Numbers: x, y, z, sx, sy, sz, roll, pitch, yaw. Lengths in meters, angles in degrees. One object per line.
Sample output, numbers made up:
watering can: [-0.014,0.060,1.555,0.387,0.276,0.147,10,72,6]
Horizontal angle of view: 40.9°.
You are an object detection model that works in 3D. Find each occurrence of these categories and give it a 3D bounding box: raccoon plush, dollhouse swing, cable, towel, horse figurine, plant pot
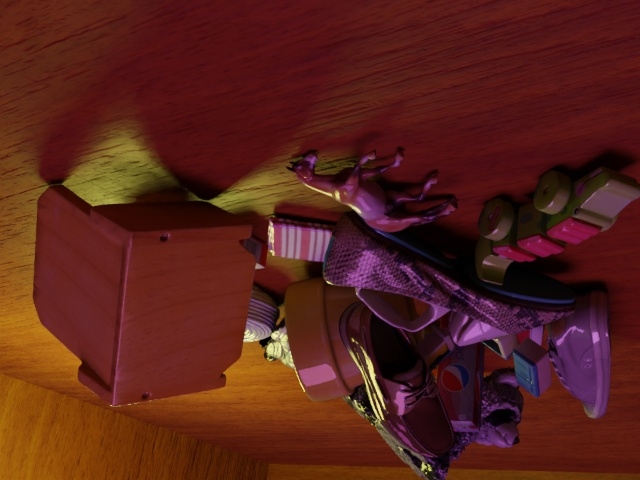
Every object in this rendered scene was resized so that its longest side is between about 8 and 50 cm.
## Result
raccoon plush: [0.247,0.324,1.934,0.446,0.299,0.216,44,163,12]
dollhouse swing: [-0.338,0.071,1.601,0.315,0.347,0.305,-5,-152,-31]
cable: [-0.221,0.165,1.981,0.257,0.089,0.257,-10,150,37]
towel: [0.000,0.000,1.605,0.197,0.029,0.144,7,157,-1]
horse figurine: [0.096,-0.074,1.349,0.263,0.066,0.174,27,145,-32]
plant pot: [0.077,0.184,1.759,0.239,0.254,0.254,-14,152,11]

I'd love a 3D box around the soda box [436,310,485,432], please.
soda box: [0.293,0.261,1.796,0.083,0.263,0.092,-2,153,21]

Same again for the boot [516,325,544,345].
boot: [0.372,0.154,1.761,0.176,0.088,0.244,6,153,18]

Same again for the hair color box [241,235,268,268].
hair color box: [-0.197,0.025,1.696,0.167,0.053,0.093,-10,151,35]

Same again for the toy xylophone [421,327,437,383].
toy xylophone: [0.258,0.311,2.070,0.236,0.081,0.323,2,143,17]

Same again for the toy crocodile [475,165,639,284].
toy crocodile: [0.349,-0.023,1.322,0.115,0.105,0.340,19,154,-23]

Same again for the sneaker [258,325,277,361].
sneaker: [-0.127,0.270,2.245,0.089,0.051,0.170,22,149,-27]

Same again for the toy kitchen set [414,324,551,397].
toy kitchen set: [0.302,0.237,1.626,0.207,0.166,0.122,38,161,38]

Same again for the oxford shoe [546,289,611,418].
oxford shoe: [0.540,0.238,1.786,0.130,0.169,0.449,-3,147,19]

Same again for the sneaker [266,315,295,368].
sneaker: [-0.042,0.230,1.988,0.122,0.110,0.283,38,160,9]

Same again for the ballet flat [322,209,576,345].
ballet flat: [0.220,0.091,1.532,0.483,0.182,0.164,19,-160,-20]

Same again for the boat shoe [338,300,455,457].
boat shoe: [0.147,0.257,1.582,0.324,0.122,0.120,57,160,-3]
